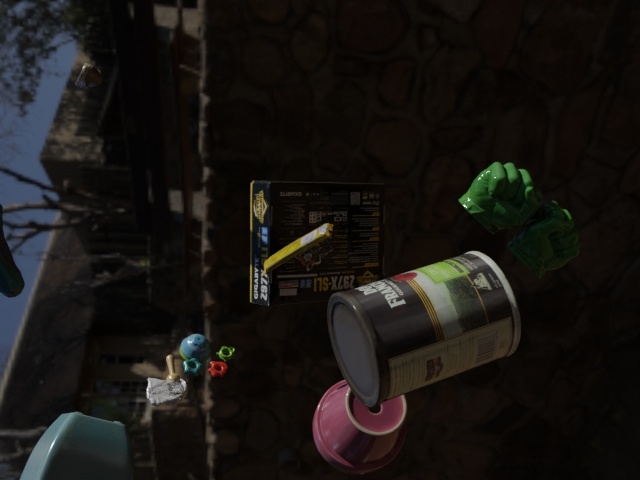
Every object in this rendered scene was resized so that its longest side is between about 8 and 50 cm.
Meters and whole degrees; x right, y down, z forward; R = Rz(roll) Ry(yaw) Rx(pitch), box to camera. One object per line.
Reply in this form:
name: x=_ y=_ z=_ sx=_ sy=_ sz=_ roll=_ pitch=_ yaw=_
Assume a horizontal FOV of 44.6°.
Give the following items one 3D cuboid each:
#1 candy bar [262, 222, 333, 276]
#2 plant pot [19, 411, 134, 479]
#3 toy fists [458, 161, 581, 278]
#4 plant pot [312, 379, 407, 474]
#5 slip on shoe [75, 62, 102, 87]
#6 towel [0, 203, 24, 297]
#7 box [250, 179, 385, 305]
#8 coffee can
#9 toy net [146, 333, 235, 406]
candy bar: x=-0.043 y=0.015 z=1.388 sx=0.018 sy=0.161 sz=0.040 roll=47 pitch=-153 yaw=-26
plant pot: x=-0.609 y=0.573 z=1.971 sx=0.248 sy=0.247 sz=0.252 roll=-25 pitch=50 yaw=58
toy fists: x=0.426 y=-0.046 z=1.615 sx=0.142 sy=0.279 sz=0.096 roll=-46 pitch=13 yaw=13
plant pot: x=0.096 y=0.367 z=1.621 sx=0.180 sy=0.201 sz=0.201 roll=112 pitch=159 yaw=-59
slip on shoe: x=-0.459 y=-0.326 z=1.555 sx=0.051 sy=0.041 sz=0.135 roll=-68 pitch=21 yaw=-3
towel: x=-0.528 y=-0.123 z=1.131 sx=0.271 sy=0.040 sz=0.370 roll=49 pitch=155 yaw=48
box: x=0.000 y=0.000 z=1.684 sx=0.079 sy=0.322 sz=0.257 roll=8 pitch=98 yaw=52
coffee can: x=0.176 y=0.150 z=1.359 sx=0.201 sy=0.275 sz=0.202 roll=164 pitch=90 yaw=-71
toy net: x=-0.274 y=0.281 z=1.612 sx=0.232 sy=0.122 sz=0.045 roll=-52 pitch=-10 yaw=-51
